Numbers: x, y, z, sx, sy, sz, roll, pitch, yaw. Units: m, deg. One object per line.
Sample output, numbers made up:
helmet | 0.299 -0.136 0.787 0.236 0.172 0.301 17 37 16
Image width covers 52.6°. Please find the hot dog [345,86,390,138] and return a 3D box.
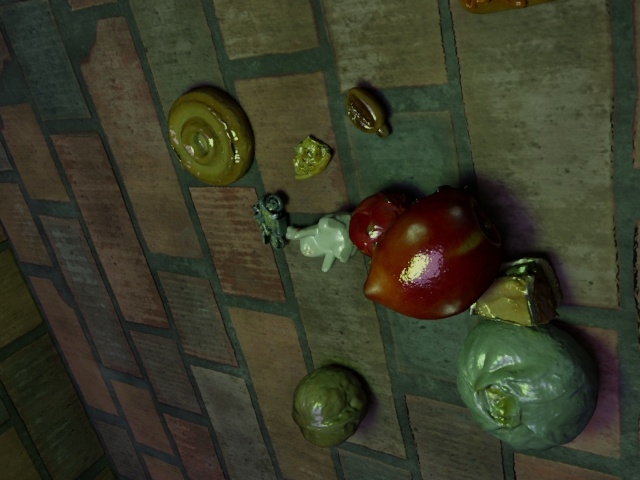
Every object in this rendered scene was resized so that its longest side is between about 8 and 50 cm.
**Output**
hot dog | 0.115 -0.306 1.557 0.140 0.060 0.090 49 140 11

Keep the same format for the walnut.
walnut | 0.024 0.523 2.038 0.248 0.248 0.248 20 127 28

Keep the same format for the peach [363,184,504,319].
peach | 0.258 0.065 1.478 0.362 0.201 0.258 -39 129 15

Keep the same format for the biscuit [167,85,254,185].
biscuit | -0.328 -0.296 1.881 0.296 0.102 0.296 17 125 27

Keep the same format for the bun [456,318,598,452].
bun | 0.486 0.359 1.582 0.362 0.211 0.361 21 129 29

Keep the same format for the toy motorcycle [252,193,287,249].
toy motorcycle | -0.153 -0.064 1.917 0.124 0.061 0.193 27 134 33

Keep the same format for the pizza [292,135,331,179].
pizza | -0.034 -0.220 1.740 0.160 0.036 0.099 -29 97 45

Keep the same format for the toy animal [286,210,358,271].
toy animal | -0.003 0.006 1.789 0.282 0.138 0.140 -20 108 45

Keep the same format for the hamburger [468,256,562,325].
hamburger | 0.453 0.117 1.534 0.208 0.135 0.155 -10 95 56

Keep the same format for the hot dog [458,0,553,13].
hot dog | 0.396 -0.503 1.165 0.349 0.117 0.158 5 120 36

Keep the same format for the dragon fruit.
dragon fruit | 0.158 -0.036 1.612 0.209 0.172 0.172 -40 89 31
